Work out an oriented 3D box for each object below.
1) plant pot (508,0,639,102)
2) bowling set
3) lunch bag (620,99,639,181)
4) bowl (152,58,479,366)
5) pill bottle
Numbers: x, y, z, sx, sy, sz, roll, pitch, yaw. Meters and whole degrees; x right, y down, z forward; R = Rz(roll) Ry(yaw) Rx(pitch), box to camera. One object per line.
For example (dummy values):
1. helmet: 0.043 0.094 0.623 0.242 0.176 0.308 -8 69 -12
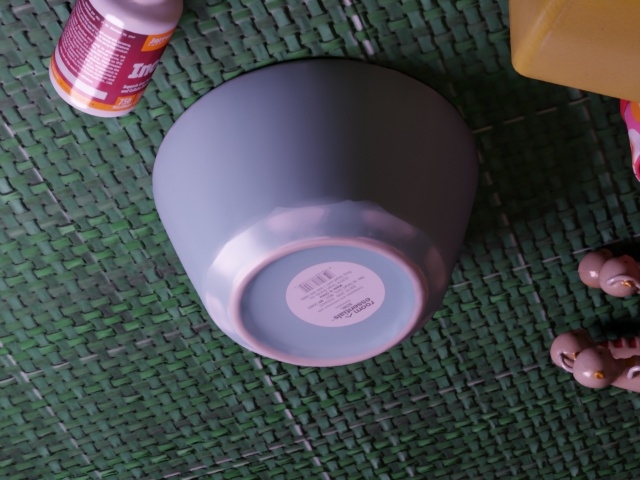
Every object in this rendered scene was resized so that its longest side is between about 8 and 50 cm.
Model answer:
1. plant pot: 0.255 -0.226 1.592 0.212 0.212 0.187 11 148 -16
2. bowling set: 0.307 0.048 1.938 0.154 0.199 0.287 6 179 -5
3. lunch bag: 0.427 -0.098 1.794 0.293 0.120 0.258 19 133 -24
4. bowl: 0.000 0.000 1.828 0.312 0.163 0.311 -2 137 -2
5. pill bottle: -0.167 -0.183 1.669 0.086 0.086 0.152 14 134 -19
